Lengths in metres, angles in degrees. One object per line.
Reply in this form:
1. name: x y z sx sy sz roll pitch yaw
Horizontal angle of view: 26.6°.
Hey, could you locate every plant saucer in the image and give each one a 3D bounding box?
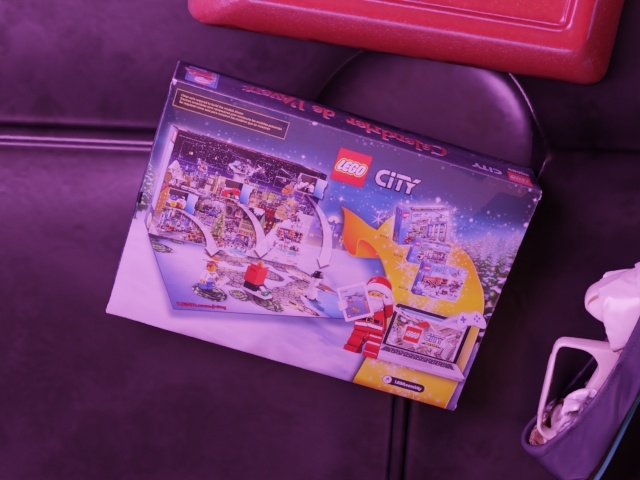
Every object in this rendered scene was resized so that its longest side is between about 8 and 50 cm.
1. plant saucer: 0.067 -0.224 0.757 0.259 0.048 0.258 9 111 -3

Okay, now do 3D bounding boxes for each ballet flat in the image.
1. ballet flat: 0.188 0.069 0.861 0.074 0.074 0.203 23 114 -9

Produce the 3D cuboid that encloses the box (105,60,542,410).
1. box: 0.000 0.000 0.844 0.233 0.044 0.159 17 110 -7
